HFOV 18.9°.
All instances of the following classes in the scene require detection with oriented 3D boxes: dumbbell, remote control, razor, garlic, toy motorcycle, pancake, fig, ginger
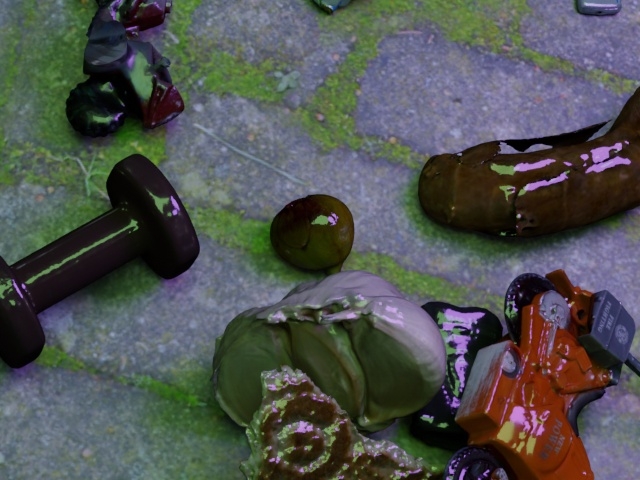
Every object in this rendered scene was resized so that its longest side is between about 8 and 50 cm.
[{"bbox_3d":[-0.240,0.019,1.887,0.225,0.140,0.124,-31,83,-19],"label":"dumbbell"},{"bbox_3d":[0.313,-0.313,2.189,0.053,0.018,0.124,-1,65,-7],"label":"remote control"},{"bbox_3d":[0.136,0.137,1.933,0.090,0.054,0.148,8,65,-5],"label":"razor"},{"bbox_3d":[0.010,0.096,1.871,0.229,0.178,0.142,-4,40,14],"label":"garlic"},{"bbox_3d":[-0.194,-0.201,2.026,0.122,0.082,0.213,10,65,-3],"label":"toy motorcycle"},{"bbox_3d":[0.011,0.222,1.827,0.266,0.057,0.244,-22,100,-18],"label":"pancake"},{"bbox_3d":[0.000,0.000,1.971,0.084,0.082,0.098,-38,104,-17],"label":"fig"},{"bbox_3d":[0.227,0.190,1.861,0.221,0.148,0.325,43,50,-24],"label":"toy motorcycle"},{"bbox_3d":[0.258,-0.073,2.025,0.309,0.107,0.133,-14,45,-13],"label":"ginger"}]

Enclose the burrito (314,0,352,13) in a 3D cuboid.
[{"bbox_3d":[-0.064,-0.351,2.127,0.104,0.054,0.288,-43,84,-3],"label":"burrito"}]
